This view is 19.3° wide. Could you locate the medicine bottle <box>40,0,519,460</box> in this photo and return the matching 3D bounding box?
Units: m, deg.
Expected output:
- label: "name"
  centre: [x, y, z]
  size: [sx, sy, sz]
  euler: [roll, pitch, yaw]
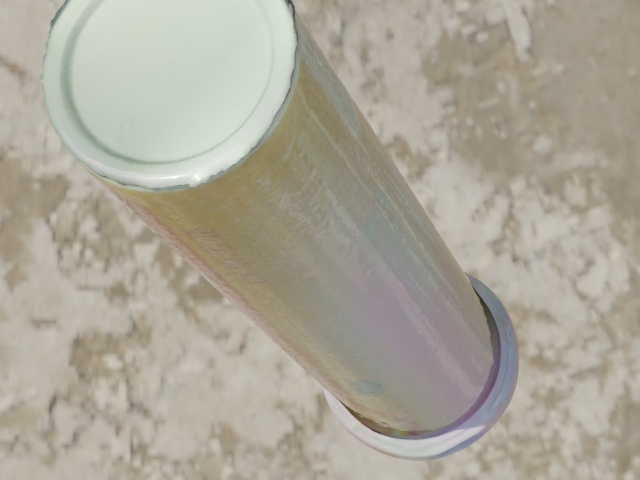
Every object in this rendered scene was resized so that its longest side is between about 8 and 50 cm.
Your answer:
- label: "medicine bottle"
  centre: [0.000, 0.000, 0.817]
  size: [0.108, 0.108, 0.426]
  euler: [-22, 157, 8]
